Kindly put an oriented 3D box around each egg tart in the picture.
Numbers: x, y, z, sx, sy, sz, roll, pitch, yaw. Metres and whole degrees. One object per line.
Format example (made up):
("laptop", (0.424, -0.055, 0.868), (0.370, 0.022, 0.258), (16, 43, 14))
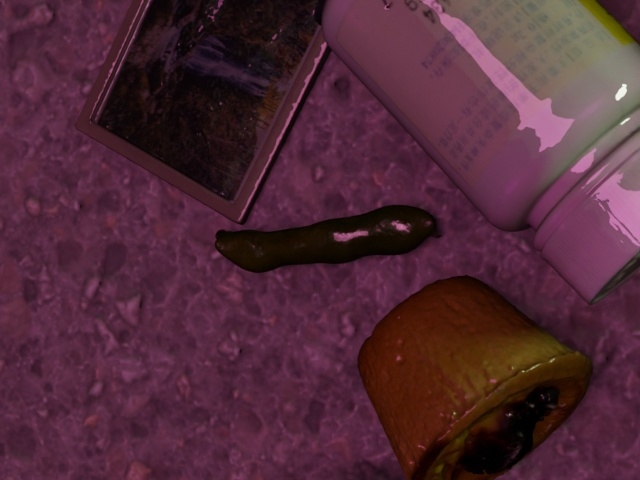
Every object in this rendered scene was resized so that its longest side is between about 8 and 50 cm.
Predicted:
("egg tart", (0.143, 0.141, 1.336), (0.215, 0.215, 0.171), (-45, 60, 16))

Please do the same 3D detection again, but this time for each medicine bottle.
("medicine bottle", (0.188, -0.138, 1.298), (0.213, 0.213, 0.378), (-44, 76, 16))

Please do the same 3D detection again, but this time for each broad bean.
("broad bean", (0.000, 0.000, 1.461), (0.256, 0.052, 0.052), (-6, 47, 24))

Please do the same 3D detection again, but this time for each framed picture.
("framed picture", (-0.110, -0.212, 1.515), (0.241, 0.020, 0.324), (32, 101, 17))
